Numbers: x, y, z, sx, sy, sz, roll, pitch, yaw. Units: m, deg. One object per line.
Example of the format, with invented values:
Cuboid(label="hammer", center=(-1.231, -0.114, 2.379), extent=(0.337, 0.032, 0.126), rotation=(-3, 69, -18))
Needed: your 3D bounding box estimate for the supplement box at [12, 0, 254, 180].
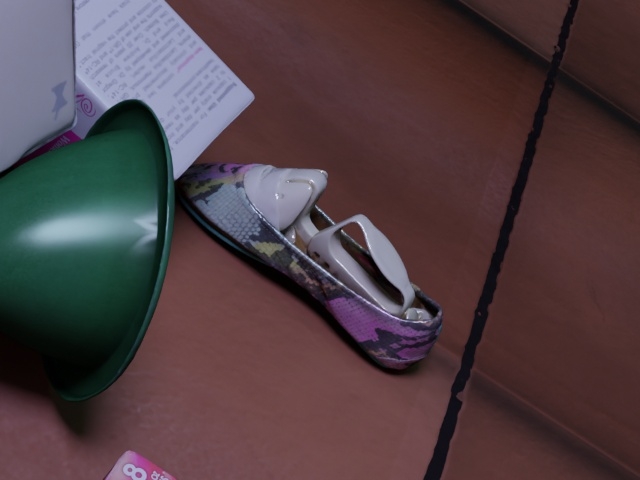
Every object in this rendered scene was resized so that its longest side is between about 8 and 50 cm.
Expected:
Cuboid(label="supplement box", center=(-0.170, -0.122, 0.934), extent=(0.220, 0.111, 0.114), rotation=(45, 44, -9))

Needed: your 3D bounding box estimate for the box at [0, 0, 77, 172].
Cuboid(label="box", center=(-0.274, -0.124, 0.806), extent=(0.232, 0.126, 0.148), rotation=(17, 31, 21))

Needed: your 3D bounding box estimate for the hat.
Cuboid(label="hat", center=(-0.198, -0.003, 0.774), extent=(0.184, 0.173, 0.208), rotation=(14, 44, -30))

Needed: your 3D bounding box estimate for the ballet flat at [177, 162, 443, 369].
Cuboid(label="ballet flat", center=(0.000, 0.000, 1.012), extent=(0.221, 0.079, 0.077), rotation=(40, 38, 4))

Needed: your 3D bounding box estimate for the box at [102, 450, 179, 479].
Cuboid(label="box", center=(-0.112, 0.236, 0.629), extent=(0.123, 0.128, 0.257), rotation=(35, 37, -4))
